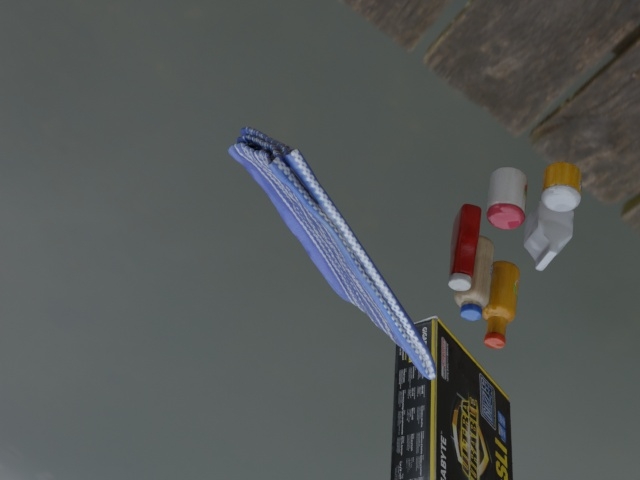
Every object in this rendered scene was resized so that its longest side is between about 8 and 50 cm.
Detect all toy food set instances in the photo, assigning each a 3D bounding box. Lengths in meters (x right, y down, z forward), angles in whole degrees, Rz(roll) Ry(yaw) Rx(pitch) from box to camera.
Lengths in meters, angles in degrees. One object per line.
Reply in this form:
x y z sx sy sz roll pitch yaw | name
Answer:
0.199 0.017 1.087 0.111 0.105 0.232 16 147 -6 | toy food set

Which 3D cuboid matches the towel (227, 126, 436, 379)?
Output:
0.000 0.000 1.008 0.243 0.040 0.336 55 177 -13 | towel

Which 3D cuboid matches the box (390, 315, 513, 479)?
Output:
0.199 0.315 1.500 0.079 0.322 0.257 -19 133 26 | box
